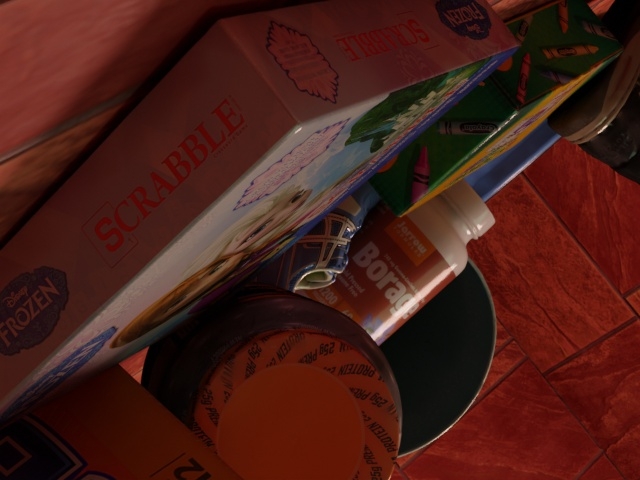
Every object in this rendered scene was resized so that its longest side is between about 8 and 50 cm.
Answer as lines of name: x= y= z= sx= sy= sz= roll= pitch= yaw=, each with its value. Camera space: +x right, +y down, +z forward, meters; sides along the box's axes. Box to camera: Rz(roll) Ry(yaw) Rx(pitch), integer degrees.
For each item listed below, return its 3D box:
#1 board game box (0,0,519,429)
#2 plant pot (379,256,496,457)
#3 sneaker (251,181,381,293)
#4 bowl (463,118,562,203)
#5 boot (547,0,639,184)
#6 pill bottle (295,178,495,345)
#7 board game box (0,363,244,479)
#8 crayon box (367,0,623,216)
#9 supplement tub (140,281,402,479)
board game box: x=-0.059 y=-0.024 z=0.752 sx=0.318 sy=0.066 sz=0.318 roll=-41 pitch=174 yaw=31
plant pot: x=0.041 y=0.096 z=1.502 sx=0.290 sy=0.290 sz=0.195 roll=-38 pitch=-158 yaw=-3
sneaker: x=0.000 y=0.000 z=1.246 sx=0.211 sy=0.081 sz=0.080 roll=-39 pitch=174 yaw=-26
bowl: x=0.264 y=-0.138 z=1.689 sx=0.391 sy=0.077 sz=0.391 roll=-41 pitch=178 yaw=-2
boot: x=0.444 y=-0.169 z=1.390 sx=0.377 sy=0.284 sz=0.138 roll=-53 pitch=-170 yaw=-31
pill bottle: x=0.076 y=0.019 z=1.318 sx=0.216 sy=0.121 sz=0.121 roll=-42 pitch=174 yaw=-1
board game box: x=-0.178 y=0.351 z=0.816 sx=0.356 sy=0.356 sz=0.357 roll=-34 pitch=138 yaw=-27
crayon box: x=0.165 y=-0.136 z=1.191 sx=0.165 sy=0.081 sz=0.278 roll=-43 pitch=173 yaw=37
supplement tub: x=-0.046 y=0.136 z=1.023 sx=0.193 sy=0.194 sz=0.316 roll=-37 pitch=-172 yaw=-8
